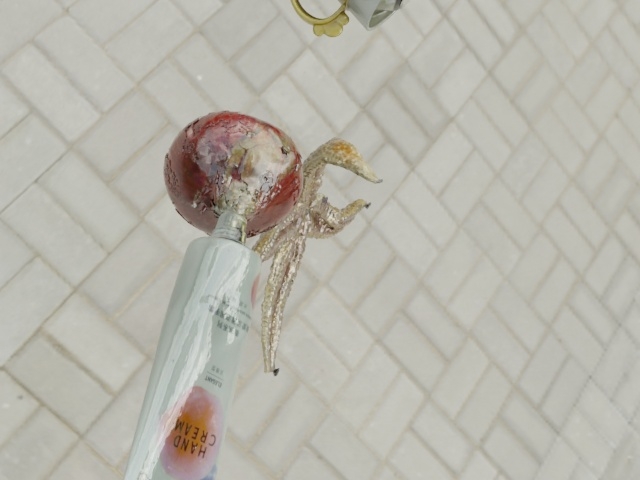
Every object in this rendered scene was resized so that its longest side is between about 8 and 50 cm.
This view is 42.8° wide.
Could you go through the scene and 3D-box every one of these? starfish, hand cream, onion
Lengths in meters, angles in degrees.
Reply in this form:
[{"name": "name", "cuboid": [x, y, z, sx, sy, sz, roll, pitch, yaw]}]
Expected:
[{"name": "starfish", "cuboid": [-0.010, -0.006, 1.239, 0.132, 0.398, 0.384, 23, 65, 3]}, {"name": "hand cream", "cuboid": [-0.117, 0.126, 0.791, 0.124, 0.077, 0.341, 41, 49, -48]}, {"name": "onion", "cuboid": [-0.108, -0.067, 1.023, 0.184, 0.184, 0.147, 27, 33, -23]}]

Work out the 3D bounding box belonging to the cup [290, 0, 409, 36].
[{"name": "cup", "cuboid": [0.040, -0.430, 1.221, 0.226, 0.185, 0.241, 44, 93, 3]}]
